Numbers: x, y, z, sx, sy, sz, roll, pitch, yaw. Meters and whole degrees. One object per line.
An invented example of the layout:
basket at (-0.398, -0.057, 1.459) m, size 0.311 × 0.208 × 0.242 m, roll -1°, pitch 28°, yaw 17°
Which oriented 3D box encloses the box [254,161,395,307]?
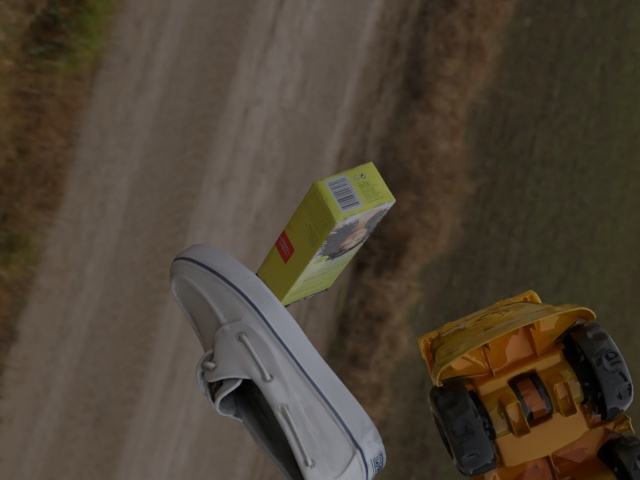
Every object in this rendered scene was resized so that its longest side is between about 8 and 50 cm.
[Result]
box at (0.000, 0.000, 1.644) m, size 0.087 × 0.058 × 0.232 m, roll -21°, pitch 162°, yaw -28°

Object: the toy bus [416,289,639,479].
toy bus at (0.166, 0.154, 1.191) m, size 0.211 × 0.149 × 0.220 m, roll -142°, pitch -150°, yaw -76°

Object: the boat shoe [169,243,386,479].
boat shoe at (-0.056, 0.106, 1.159) m, size 0.084 × 0.258 × 0.095 m, roll -28°, pitch 148°, yaw -29°
